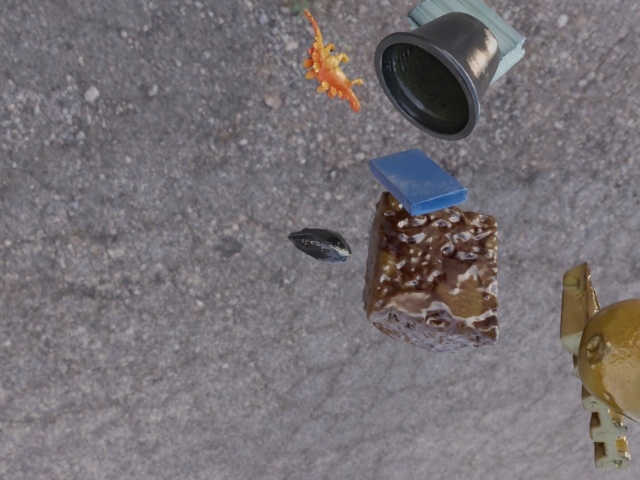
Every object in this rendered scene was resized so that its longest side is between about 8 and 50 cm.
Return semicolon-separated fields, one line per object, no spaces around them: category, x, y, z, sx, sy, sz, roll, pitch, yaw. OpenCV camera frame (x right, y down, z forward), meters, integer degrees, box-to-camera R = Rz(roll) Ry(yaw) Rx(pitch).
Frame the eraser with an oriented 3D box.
eraser;0.234;-0.150;1.769;0.144;0.312;0.042;-16;118;-9

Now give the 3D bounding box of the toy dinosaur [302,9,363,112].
toy dinosaur;0.013;-0.436;1.807;0.117;0.070;0.288;-44;115;-22

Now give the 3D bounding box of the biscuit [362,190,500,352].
biscuit;0.284;0.084;1.850;0.343;0.394;0.166;15;145;-6

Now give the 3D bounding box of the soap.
soap;0.335;-0.481;1.671;0.150;0.261;0.094;-39;157;1

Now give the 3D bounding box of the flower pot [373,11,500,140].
flower pot;0.231;-0.320;1.310;0.148;0.235;0.235;-47;147;-19

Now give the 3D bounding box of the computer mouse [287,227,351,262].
computer mouse;0.000;0.000;1.339;0.079;0.135;0.047;-16;122;-51

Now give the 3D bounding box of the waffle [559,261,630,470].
waffle;0.565;0.252;1.467;0.078;0.304;0.348;-13;108;23

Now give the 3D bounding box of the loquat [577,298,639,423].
loquat;0.515;0.191;1.138;0.234;0.176;0.187;24;91;-27
